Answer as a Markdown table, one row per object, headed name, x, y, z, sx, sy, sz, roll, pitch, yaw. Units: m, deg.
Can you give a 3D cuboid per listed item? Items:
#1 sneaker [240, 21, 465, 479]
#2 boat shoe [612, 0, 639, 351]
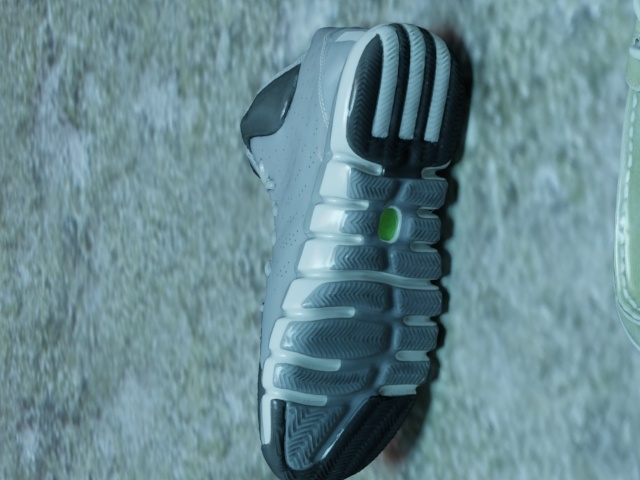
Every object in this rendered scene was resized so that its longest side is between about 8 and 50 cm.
| name | x | y | z | sx | sy | sz | roll | pitch | yaw |
| --- | --- | --- | --- | --- | --- | --- | --- | --- | --- |
| sneaker | 0.000 | 0.000 | 0.791 | 0.132 | 0.086 | 0.229 | 25 | 102 | 59 |
| boat shoe | 0.149 | -0.087 | 0.534 | 0.109 | 0.094 | 0.302 | 40 | 124 | 48 |
